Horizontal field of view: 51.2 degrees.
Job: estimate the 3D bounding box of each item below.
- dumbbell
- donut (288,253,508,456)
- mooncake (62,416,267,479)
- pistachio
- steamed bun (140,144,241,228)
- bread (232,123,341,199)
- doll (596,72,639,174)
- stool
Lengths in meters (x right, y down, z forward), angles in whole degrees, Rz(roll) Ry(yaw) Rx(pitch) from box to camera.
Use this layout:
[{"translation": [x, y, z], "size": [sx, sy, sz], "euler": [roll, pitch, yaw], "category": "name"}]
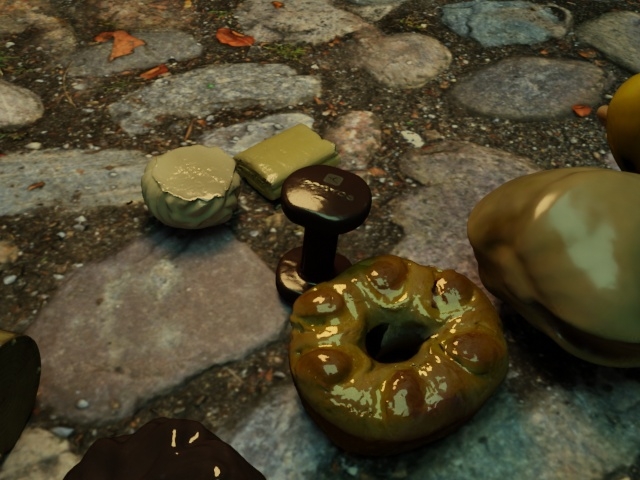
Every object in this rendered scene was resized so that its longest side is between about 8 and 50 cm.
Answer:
[{"translation": [0.000, 0.000, 1.065], "size": [0.141, 0.225, 0.124], "euler": [19, 46, 10], "category": "dumbbell"}, {"translation": [0.108, 0.165, 0.974], "size": [0.318, 0.150, 0.299], "euler": [10, 47, 2], "category": "donut"}, {"translation": [-0.190, 0.329, 0.729], "size": [0.283, 0.141, 0.283], "euler": [-20, 38, 16], "category": "mooncake"}, {"translation": [0.449, 0.030, 1.042], "size": [0.446, 0.281, 0.365], "euler": [14, 48, 11], "category": "pistachio"}, {"translation": [-0.229, -0.087, 1.208], "size": [0.183, 0.106, 0.182], "euler": [4, 50, -5], "category": "steamed bun"}, {"translation": [-0.068, -0.161, 1.320], "size": [0.178, 0.060, 0.139], "euler": [-34, 59, -31], "category": "bread"}, {"translation": [0.627, -0.129, 1.165], "size": [0.348, 0.423, 0.161], "euler": [41, 88, 7], "category": "doll"}, {"translation": [-0.534, 0.184, 0.876], "size": [0.265, 0.179, 0.179], "euler": [11, 47, 5], "category": "stool"}]
